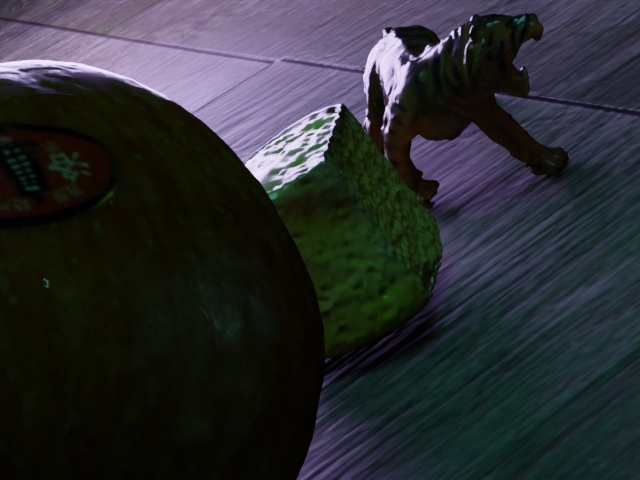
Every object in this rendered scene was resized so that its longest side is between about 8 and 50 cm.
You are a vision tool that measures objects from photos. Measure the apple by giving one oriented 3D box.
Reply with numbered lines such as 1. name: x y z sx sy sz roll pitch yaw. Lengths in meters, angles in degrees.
1. apple: -0.156 0.048 0.755 0.309 0.250 0.277 8 -22 -43

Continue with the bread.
1. bread: 0.000 0.000 0.954 0.111 0.114 0.129 -25 19 14

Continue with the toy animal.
1. toy animal: 0.063 -0.105 1.105 0.114 0.116 0.255 -25 23 -6
